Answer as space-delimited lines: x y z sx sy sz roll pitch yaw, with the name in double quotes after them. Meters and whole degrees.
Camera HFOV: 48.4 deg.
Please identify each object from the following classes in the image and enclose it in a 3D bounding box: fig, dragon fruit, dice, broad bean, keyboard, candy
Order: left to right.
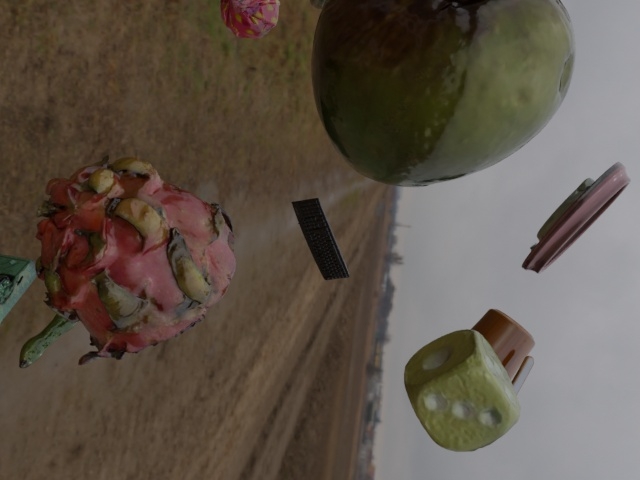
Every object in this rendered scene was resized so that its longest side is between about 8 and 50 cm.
-0.590 0.191 1.611 0.053 0.052 0.256 -20 -155 52 "broad bean"
-0.303 -0.004 1.119 0.314 0.296 0.263 -89 160 -52 "dragon fruit"
-0.178 -0.468 1.319 0.365 0.124 0.124 5 91 -73 "candy"
0.000 0.000 1.878 0.250 0.087 0.017 68 30 -27 "keyboard"
0.080 -0.123 0.527 0.191 0.181 0.181 122 -17 -49 "fig"
0.270 0.287 1.369 0.169 0.166 0.169 56 18 -11 "dice"

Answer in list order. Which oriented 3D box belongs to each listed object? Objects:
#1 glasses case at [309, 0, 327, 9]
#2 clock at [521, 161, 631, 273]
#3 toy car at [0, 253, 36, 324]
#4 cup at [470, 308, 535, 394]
0.074 -0.603 1.303 0.425 0.098 0.156 124 -20 -55 "glasses case"
0.438 -0.038 1.237 0.244 0.056 0.244 -40 163 -15 "clock"
-0.589 0.140 1.131 0.321 0.141 0.097 -68 164 -45 "toy car"
0.373 0.301 1.625 0.264 0.182 0.226 -50 -151 -3 "cup"
